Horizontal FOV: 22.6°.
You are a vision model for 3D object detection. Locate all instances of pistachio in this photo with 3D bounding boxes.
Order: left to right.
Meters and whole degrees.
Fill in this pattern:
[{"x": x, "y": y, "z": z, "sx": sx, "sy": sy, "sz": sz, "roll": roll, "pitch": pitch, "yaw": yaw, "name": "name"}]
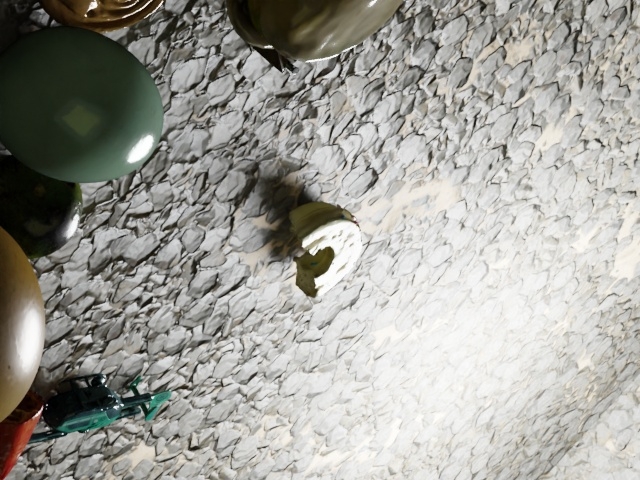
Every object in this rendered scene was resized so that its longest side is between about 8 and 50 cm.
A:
[{"x": 0.017, "y": -0.328, "z": 1.885, "sx": 0.288, "sy": 0.166, "sz": 0.197, "roll": -45, "pitch": 127, "yaw": -11, "name": "pistachio"}]

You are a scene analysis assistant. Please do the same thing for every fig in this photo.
[{"x": -0.345, "y": -0.036, "z": 1.881, "sx": 0.123, "sy": 0.123, "sz": 0.156, "roll": -26, "pitch": 180, "yaw": -28, "name": "fig"}]

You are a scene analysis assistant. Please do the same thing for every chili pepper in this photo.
[{"x": -0.429, "y": 0.277, "z": 2.140, "sx": 0.088, "sy": 0.065, "sz": 0.169, "roll": -10, "pitch": 136, "yaw": -40, "name": "chili pepper"}]

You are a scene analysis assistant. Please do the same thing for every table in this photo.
[{"x": -0.044, "y": -0.261, "z": 1.977, "sx": 0.070, "sy": 0.082, "sz": 0.083, "roll": -36, "pitch": 144, "yaw": -16, "name": "table"}]

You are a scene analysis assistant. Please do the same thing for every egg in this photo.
[{"x": -0.431, "y": 0.097, "z": 1.777, "sx": 0.250, "sy": 0.250, "sz": 0.322, "roll": -30, "pitch": 152, "yaw": -23, "name": "egg"}, {"x": -0.268, "y": -0.148, "z": 1.772, "sx": 0.168, "sy": 0.168, "sz": 0.231, "roll": -54, "pitch": 149, "yaw": 11, "name": "egg"}]

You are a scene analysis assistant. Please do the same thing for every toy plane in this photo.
[{"x": -0.303, "y": 0.234, "z": 2.232, "sx": 0.235, "sy": 0.060, "sz": 0.096, "roll": -9, "pitch": 140, "yaw": -38, "name": "toy plane"}]

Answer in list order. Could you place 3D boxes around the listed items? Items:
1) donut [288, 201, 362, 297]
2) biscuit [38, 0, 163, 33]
[{"x": 0.004, "y": 0.000, "z": 2.316, "sx": 0.108, "sy": 0.065, "sz": 0.166, "roll": -34, "pitch": 144, "yaw": -18, "name": "donut"}, {"x": -0.189, "y": -0.336, "z": 1.781, "sx": 0.288, "sy": 0.044, "sz": 0.202, "roll": -27, "pitch": 142, "yaw": -24, "name": "biscuit"}]
